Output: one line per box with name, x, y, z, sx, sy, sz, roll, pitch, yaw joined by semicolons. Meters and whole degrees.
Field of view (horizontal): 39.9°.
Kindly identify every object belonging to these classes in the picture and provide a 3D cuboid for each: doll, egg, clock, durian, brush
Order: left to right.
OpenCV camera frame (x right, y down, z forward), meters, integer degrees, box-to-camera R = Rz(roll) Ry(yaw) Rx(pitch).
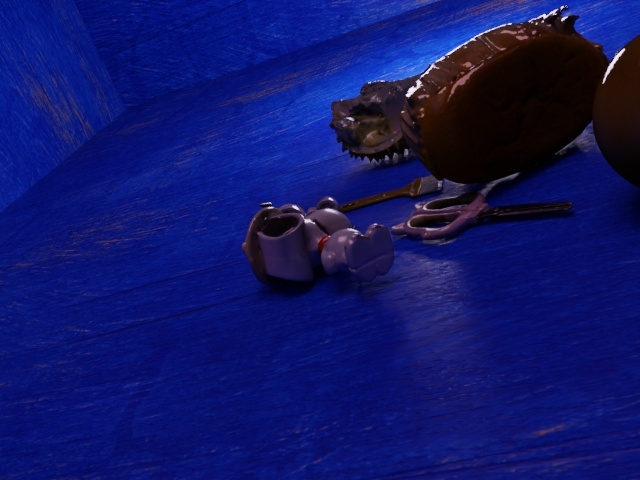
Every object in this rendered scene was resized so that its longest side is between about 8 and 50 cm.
clock;-0.023;-0.034;1.630;0.129;0.087;0.041;-18;17;8
doll;-0.014;0.007;1.448;0.208;0.144;0.271;-17;15;-11
durian;0.132;-0.262;1.906;0.306;0.167;0.172;-1;33;45
brush;0.134;-0.087;1.704;0.218;0.010;0.082;-16;23;20
egg;0.536;-0.194;1.229;0.322;0.250;0.250;-22;20;-17

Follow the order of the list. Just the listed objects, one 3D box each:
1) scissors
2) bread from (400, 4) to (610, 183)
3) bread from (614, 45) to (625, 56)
scissors;0.266;-0.044;1.451;0.317;0.024;0.160;-3;27;41
bread;0.334;-0.245;1.561;0.388;0.236;0.183;-31;35;-7
bread;0.630;-0.281;1.486;0.269;0.143;0.195;-4;25;35
